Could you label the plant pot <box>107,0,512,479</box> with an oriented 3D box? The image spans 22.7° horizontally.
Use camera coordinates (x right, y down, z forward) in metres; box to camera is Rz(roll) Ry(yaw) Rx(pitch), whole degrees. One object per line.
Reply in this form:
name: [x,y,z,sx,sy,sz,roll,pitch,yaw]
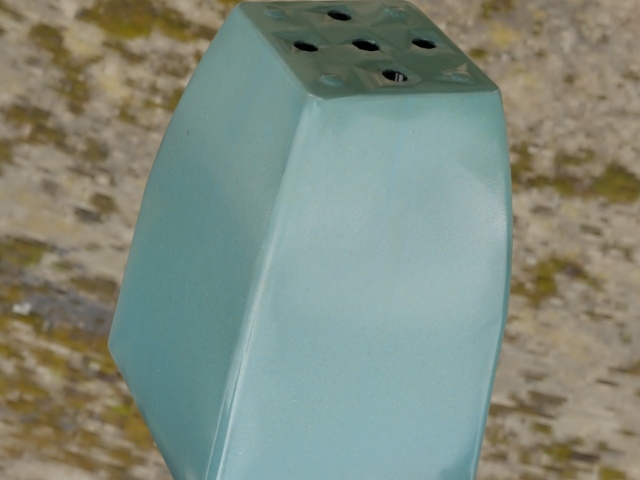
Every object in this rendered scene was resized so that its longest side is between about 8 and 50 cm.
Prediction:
plant pot: [0.000,0.000,0.841,0.165,0.165,0.234,-5,125,-25]
